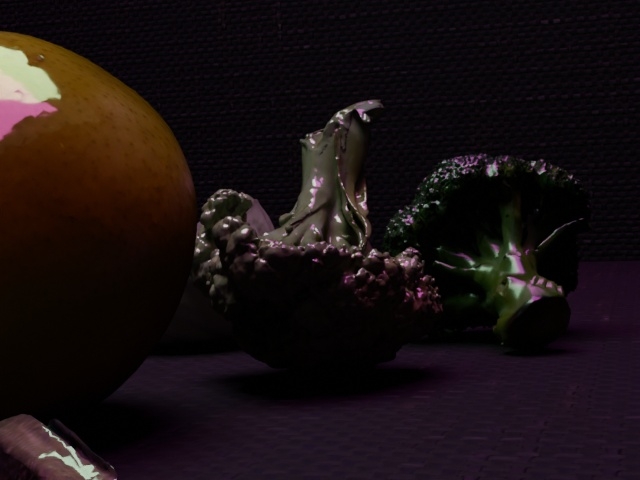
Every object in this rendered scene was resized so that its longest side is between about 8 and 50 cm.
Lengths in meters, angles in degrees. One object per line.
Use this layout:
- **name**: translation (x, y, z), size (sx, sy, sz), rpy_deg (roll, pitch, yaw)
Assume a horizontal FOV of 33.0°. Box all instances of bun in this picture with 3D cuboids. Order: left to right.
- **bun**: translation (-0.147, 0.073, 1.516), size (0.263, 0.175, 0.263), rpy_deg (-38, 9, 7)

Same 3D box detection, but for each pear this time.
- **pear**: translation (-0.295, 0.000, 0.952), size (0.362, 0.362, 0.418), rpy_deg (-1, 28, 28)

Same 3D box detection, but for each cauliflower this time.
- **cauliflower**: translation (-0.015, 0.017, 1.197), size (0.260, 0.281, 0.327), rpy_deg (-17, -26, 7)

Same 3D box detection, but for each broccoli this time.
- **broccoli**: translation (0.241, 0.029, 1.427), size (0.297, 0.298, 0.297), rpy_deg (-3, 33, -21)

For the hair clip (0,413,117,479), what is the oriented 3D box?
- **hair clip**: translation (-0.078, 0.143, 0.357), size (0.091, 0.138, 0.321), rpy_deg (45, -20, -22)
